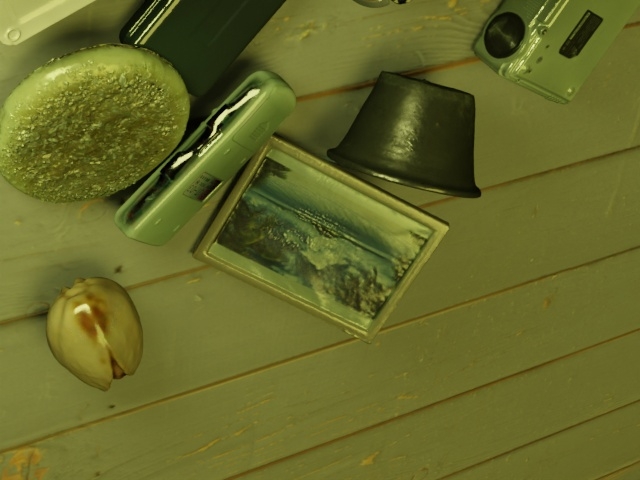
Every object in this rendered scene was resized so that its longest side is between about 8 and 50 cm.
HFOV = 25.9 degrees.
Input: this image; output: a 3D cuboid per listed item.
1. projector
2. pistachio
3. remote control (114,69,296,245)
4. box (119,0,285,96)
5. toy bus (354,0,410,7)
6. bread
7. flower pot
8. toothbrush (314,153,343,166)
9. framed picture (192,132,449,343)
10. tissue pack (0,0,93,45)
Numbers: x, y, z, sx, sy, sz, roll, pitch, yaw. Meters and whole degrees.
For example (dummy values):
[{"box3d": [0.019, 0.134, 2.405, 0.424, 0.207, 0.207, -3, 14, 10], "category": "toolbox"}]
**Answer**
[{"box3d": [0.375, -0.344, 2.112, 0.192, 0.099, 0.257, 17, 115, -46], "category": "projector"}, {"box3d": [-0.314, 0.134, 1.960, 0.144, 0.144, 0.215, -32, 149, -11], "category": "pistachio"}, {"box3d": [-0.153, -0.113, 1.899, 0.296, 0.056, 0.140, -46, 167, 6], "category": "remote control"}, {"box3d": [-0.135, -0.301, 1.763, 0.230, 0.050, 0.160, -48, 142, 10], "category": "box"}, {"box3d": [0.107, -0.409, 1.807, 0.209, 0.126, 0.136, -35, 133, -7], "category": "toy bus"}, {"box3d": [-0.286, -0.139, 1.762, 0.267, 0.040, 0.267, -19, 146, -13], "category": "bread"}, {"box3d": [0.138, -0.161, 2.024, 0.235, 0.235, 0.148, 7, 102, -43], "category": "flower pot"}, {"box3d": [0.048, -0.116, 2.123, 0.193, 0.019, 0.013, 5, 123, -45], "category": "toothbrush"}, {"box3d": [0.000, 0.000, 2.062, 0.315, 0.024, 0.232, 26, 112, -16], "category": "framed picture"}, {"box3d": [-0.289, -0.352, 1.516, 0.246, 0.136, 0.159, -32, 141, -13], "category": "tissue pack"}]
